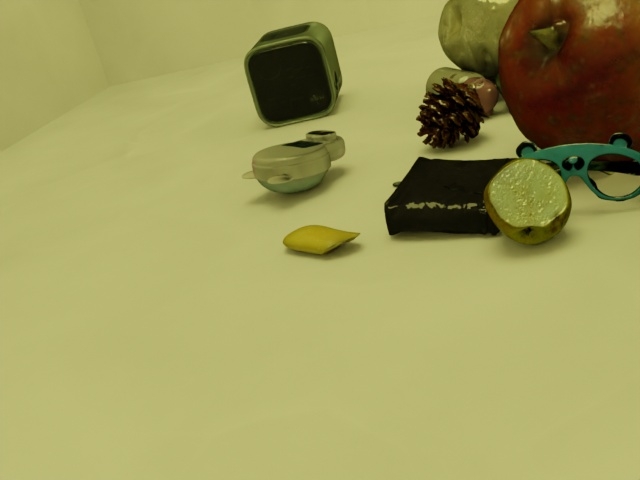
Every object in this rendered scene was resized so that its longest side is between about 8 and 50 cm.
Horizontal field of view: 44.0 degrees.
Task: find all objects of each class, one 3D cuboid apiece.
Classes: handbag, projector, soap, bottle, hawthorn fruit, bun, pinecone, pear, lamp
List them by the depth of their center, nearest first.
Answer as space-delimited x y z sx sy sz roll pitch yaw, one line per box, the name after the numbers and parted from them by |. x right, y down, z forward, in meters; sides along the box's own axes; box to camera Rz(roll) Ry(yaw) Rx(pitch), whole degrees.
0.332 -0.057 1.285 0.141 0.104 0.141 -2 66 5 | pear
0.495 -0.336 1.451 0.402 0.403 0.403 -13 23 6 | hawthorn fruit
0.249 -0.092 1.462 0.223 0.080 0.247 -1 29 28 | handbag
0.000 0.000 1.475 0.089 0.033 0.168 -33 28 -31 | soap
0.294 -0.285 1.806 0.173 0.174 0.173 -13 23 6 | pinecone
-0.047 -0.173 1.809 0.246 0.108 0.179 -28 30 -32 | lamp
0.365 -0.377 2.017 0.110 0.110 0.233 -21 24 -14 | bottle
0.482 -0.518 2.086 0.359 0.211 0.360 11 0 0 | bun
-0.077 -0.512 2.426 0.248 0.249 0.249 -11 23 11 | projector

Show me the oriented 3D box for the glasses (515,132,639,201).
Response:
0.452 -0.104 1.378 0.239 0.102 0.207 -4 -11 26 | glasses

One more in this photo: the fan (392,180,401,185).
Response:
0.243 -0.117 1.622 0.220 0.009 0.132 3 28 36 | fan

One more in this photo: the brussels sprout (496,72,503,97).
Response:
0.503 -0.383 1.933 0.155 0.117 0.155 4 2 0 | brussels sprout
